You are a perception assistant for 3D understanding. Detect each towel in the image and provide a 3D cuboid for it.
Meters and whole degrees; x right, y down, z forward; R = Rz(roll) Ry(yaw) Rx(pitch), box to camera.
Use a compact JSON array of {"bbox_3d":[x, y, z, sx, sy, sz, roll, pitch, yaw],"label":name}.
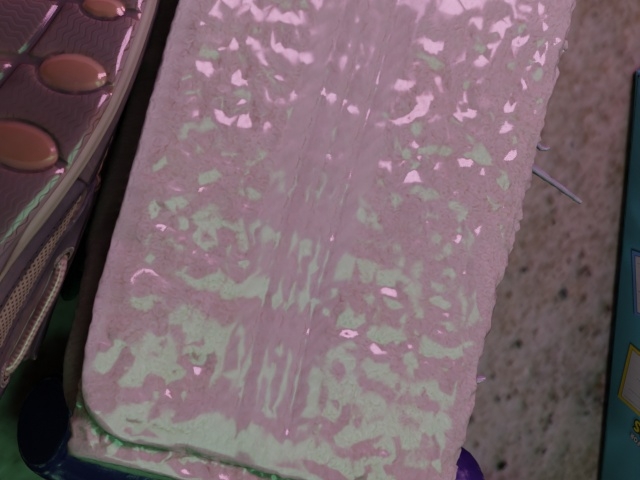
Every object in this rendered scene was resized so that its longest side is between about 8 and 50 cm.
[{"bbox_3d":[0.001,-0.019,0.885,0.187,0.049,0.282,17,85,-18],"label":"towel"}]

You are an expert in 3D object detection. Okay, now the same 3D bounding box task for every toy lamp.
[{"bbox_3d":[-0.033,0.117,1.032,0.274,0.080,0.080,20,102,-41],"label":"toy lamp"}]

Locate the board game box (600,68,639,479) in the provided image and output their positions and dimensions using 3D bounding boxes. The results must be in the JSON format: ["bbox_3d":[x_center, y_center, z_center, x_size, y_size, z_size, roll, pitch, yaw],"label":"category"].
[{"bbox_3d":[0.271,0.093,1.109,0.079,0.254,0.336,-16,123,-28],"label":"board game box"}]

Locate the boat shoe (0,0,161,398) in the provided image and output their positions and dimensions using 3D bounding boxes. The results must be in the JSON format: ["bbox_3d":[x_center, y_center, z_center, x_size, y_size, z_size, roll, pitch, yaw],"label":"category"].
[{"bbox_3d":[-0.171,-0.003,0.848,0.355,0.132,0.130,-61,172,-9],"label":"boat shoe"}]

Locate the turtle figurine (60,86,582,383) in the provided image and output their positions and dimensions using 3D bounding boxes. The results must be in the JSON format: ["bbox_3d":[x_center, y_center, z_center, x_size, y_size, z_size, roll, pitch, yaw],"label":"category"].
[{"bbox_3d":[0.000,0.000,0.963,0.234,0.118,0.175,16,87,-22],"label":"turtle figurine"}]
